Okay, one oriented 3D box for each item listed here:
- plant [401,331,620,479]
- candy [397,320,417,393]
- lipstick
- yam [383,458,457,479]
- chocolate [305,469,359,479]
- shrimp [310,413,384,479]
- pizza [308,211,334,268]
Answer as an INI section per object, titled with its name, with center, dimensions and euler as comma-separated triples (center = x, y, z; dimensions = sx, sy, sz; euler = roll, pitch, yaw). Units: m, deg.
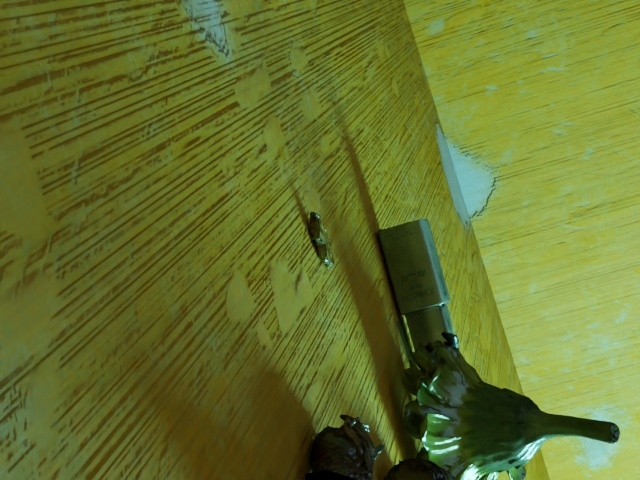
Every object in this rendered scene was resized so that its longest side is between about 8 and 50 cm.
[plant]
center = 0.230, 0.235, 2.007
dimensions = 0.306, 0.297, 0.261
euler = -22, 73, -51
[candy]
center = 0.133, 0.170, 2.115
dimensions = 0.035, 0.035, 0.123
euler = 59, 10, -61
[lipstick]
center = 0.157, 0.097, 2.189
dimensions = 0.077, 0.079, 0.253
euler = 7, 67, -77
[yam]
center = 0.126, 0.306, 1.770
dimensions = 0.141, 0.079, 0.079
euler = 45, 31, -70
[chocolate]
center = 0.037, 0.298, 1.290
dimensions = 0.133, 0.156, 0.156
euler = -68, 151, -23
[shrimp]
center = 0.026, 0.215, 1.452
dimensions = 0.073, 0.075, 0.190
euler = 39, 5, -5
[pizza]
center = 0.000, 0.000, 1.745
dimensions = 0.037, 0.016, 0.083
euler = -89, 163, -58
